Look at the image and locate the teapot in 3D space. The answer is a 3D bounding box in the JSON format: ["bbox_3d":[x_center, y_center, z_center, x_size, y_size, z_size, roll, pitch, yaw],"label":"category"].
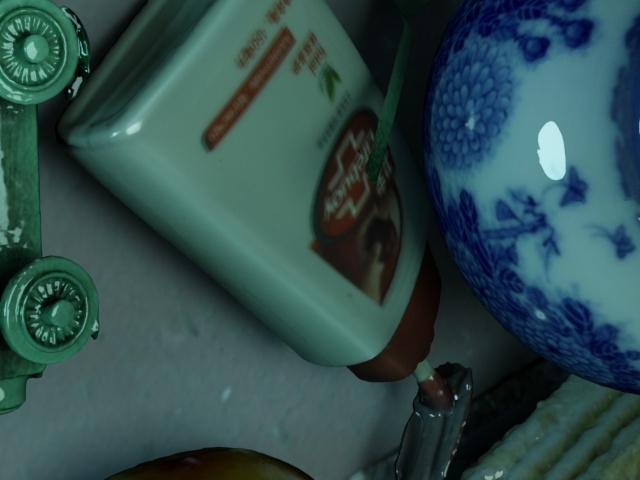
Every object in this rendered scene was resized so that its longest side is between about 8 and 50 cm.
[{"bbox_3d":[0.187,-0.048,0.923,0.252,0.280,0.424,-25,99,-21],"label":"teapot"}]

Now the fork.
[{"bbox_3d":[0.036,-0.094,0.955,0.039,0.021,0.235,56,30,-25],"label":"fork"}]

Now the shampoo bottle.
[{"bbox_3d":[0.000,0.000,0.949,0.284,0.071,0.153,53,50,-30],"label":"shampoo bottle"}]

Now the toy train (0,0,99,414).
[{"bbox_3d":[-0.164,-0.022,0.806,0.132,0.083,0.200,-8,98,-36],"label":"toy train"}]

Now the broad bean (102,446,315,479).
[{"bbox_3d":[-0.063,0.149,0.908,0.165,0.084,0.114,-22,111,-31],"label":"broad bean"}]

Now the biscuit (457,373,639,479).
[{"bbox_3d":[0.143,0.140,1.063,0.426,0.078,0.144,-40,141,-32],"label":"biscuit"}]
